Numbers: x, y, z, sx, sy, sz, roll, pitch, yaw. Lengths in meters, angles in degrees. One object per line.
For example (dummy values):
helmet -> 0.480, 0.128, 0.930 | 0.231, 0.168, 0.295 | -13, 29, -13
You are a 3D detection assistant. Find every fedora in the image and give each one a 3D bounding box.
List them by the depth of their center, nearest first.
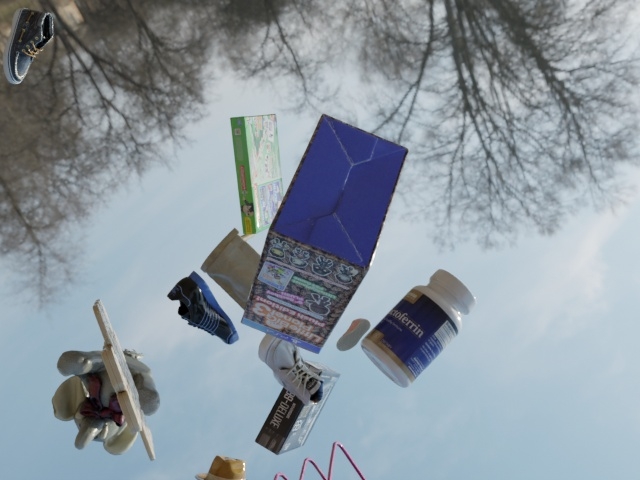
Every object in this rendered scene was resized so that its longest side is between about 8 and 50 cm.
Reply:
fedora -> -0.266, 0.664, 1.891 | 0.194, 0.194, 0.079 | 0, -106, 42

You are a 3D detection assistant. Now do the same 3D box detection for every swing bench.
swing bench -> -0.173, 0.111, 1.772 | 0.165, 0.253, 0.254 | -45, 176, 4

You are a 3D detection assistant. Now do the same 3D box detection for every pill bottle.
pill bottle -> 0.233, 0.201, 1.538 | 0.264, 0.153, 0.153 | -44, -151, -12

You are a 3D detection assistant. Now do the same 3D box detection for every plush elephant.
plush elephant -> -0.570, 0.431, 1.727 | 0.255, 0.272, 0.330 | -63, -175, -1

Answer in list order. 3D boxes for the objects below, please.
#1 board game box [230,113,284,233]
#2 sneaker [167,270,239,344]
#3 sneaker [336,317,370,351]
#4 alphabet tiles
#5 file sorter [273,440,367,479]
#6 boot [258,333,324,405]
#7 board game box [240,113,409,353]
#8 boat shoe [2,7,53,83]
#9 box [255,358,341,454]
board game box -> -0.171, -0.194, 1.859 | 0.046, 0.317, 0.213 | -1, -169, 21
sneaker -> -0.281, 0.180, 1.575 | 0.090, 0.232, 0.081 | -39, -146, -18
sneaker -> 0.103, 0.299, 2.110 | 0.134, 0.051, 0.070 | -43, -171, -2
alphabet tiles -> -0.348, 0.239, 1.151 | 0.021, 0.278, 0.284 | -20, -175, -16
file sorter -> -0.044, 0.539, 1.219 | 0.290, 0.182, 0.202 | -32, -174, 12
boot -> -0.048, 0.273, 1.408 | 0.123, 0.258, 0.095 | 35, -108, 25
board game box -> 0.000, 0.000, 1.013 | 0.141, 0.291, 0.232 | 22, -123, -1
boat shoe -> -0.695, -0.462, 1.569 | 0.083, 0.183, 0.065 | 10, 180, 14
box -> -0.054, 0.454, 1.818 | 0.076, 0.307, 0.242 | 26, -97, 16
